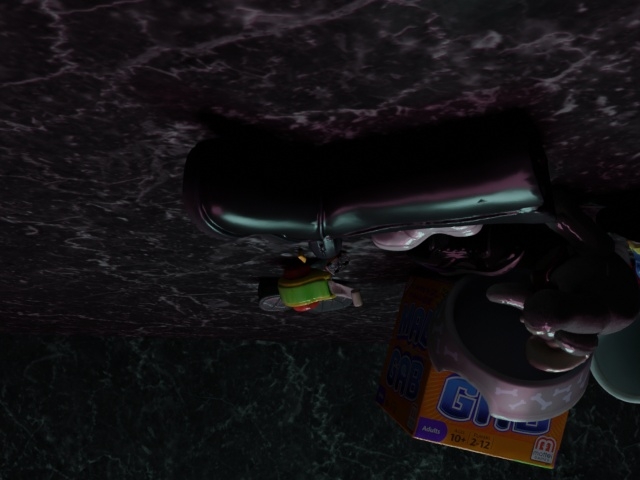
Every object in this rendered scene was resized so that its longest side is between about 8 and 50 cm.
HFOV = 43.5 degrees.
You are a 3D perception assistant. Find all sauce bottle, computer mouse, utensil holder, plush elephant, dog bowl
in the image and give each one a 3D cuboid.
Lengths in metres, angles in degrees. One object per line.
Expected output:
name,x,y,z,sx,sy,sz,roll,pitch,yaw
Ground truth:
sauce bottle,0.531,0.063,1.767,0.111,0.111,0.344,6,166,-24
computer mouse,0.000,0.000,1.684,0.071,0.041,0.242,-2,166,11
utensil holder,1.037,0.312,2.369,0.385,0.328,0.327,6,165,-34
plush elephant,0.436,0.099,1.468,0.330,0.272,0.255,21,153,-25
dog bowl,0.399,0.196,1.656,0.348,0.349,0.102,2,138,-6

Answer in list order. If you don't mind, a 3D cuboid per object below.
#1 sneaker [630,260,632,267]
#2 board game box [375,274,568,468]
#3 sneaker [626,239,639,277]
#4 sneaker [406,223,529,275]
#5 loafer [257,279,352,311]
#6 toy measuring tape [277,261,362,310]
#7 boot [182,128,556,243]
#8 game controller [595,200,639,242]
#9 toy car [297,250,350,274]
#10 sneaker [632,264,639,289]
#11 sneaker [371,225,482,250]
sneaker,0.639,0.062,1.885,0.175,0.064,0.067,5,176,-8
board game box,0.385,0.309,1.994,0.356,0.356,0.356,15,179,-10
sneaker,0.713,0.047,1.677,0.240,0.126,0.091,12,162,-39
sneaker,0.286,0.015,1.619,0.124,0.107,0.283,16,160,-30
loafer,-0.043,0.140,2.231,0.267,0.084,0.096,0,136,-14
toy measuring tape,-0.021,0.123,1.924,0.121,0.121,0.330,7,-176,-27
boot,0.084,-0.076,1.129,0.445,0.146,0.367,-2,177,23
game controller,0.667,-0.014,1.451,0.319,0.067,0.166,5,-156,-12
toy car,0.007,0.034,1.873,0.122,0.060,0.040,25,-159,-24
sneaker,0.768,0.106,1.974,0.252,0.103,0.111,-5,164,22
sneaker,0.185,-0.042,1.471,0.212,0.080,0.094,-13,151,21
